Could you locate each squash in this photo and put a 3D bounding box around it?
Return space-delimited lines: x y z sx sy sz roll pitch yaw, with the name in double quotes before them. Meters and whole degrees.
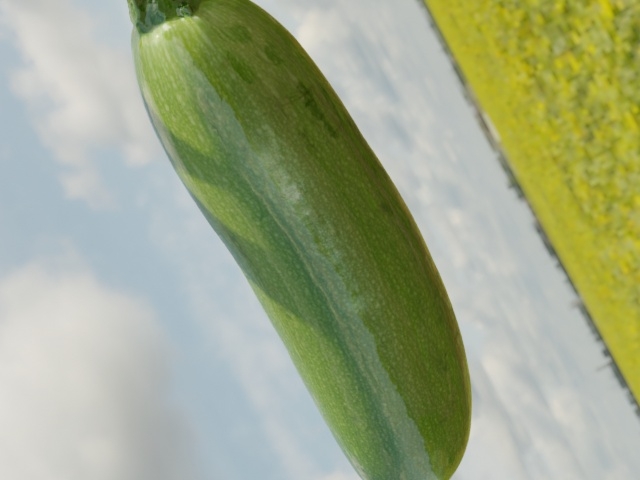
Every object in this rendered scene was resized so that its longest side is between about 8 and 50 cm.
"squash" 0.000 0.000 0.815 0.395 0.107 0.107 61 -173 -26
